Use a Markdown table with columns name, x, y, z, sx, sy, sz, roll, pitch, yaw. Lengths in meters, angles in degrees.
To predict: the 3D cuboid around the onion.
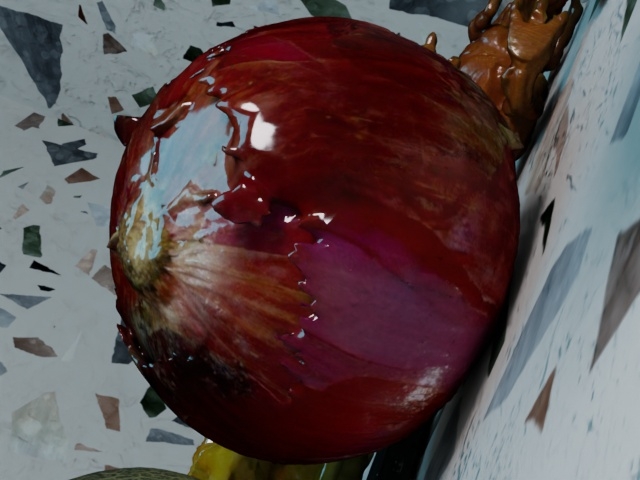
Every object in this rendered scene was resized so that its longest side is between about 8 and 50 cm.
| name | x | y | z | sx | sy | sz | roll | pitch | yaw |
| --- | --- | --- | --- | --- | --- | --- | --- | --- | --- |
| onion | 0.000 | 0.000 | 0.753 | 0.276 | 0.276 | 0.276 | 22 | -90 | -88 |

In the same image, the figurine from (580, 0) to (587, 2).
| name | x | y | z | sx | sy | sz | roll | pitch | yaw |
| --- | --- | --- | --- | --- | --- | --- | --- | --- | --- |
| figurine | 0.139 | -0.243 | 0.832 | 0.132 | 0.153 | 0.132 | 22 | -90 | -87 |

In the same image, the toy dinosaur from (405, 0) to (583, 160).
| name | x | y | z | sx | sy | sz | roll | pitch | yaw |
| --- | --- | --- | --- | --- | --- | --- | --- | --- | --- |
| toy dinosaur | 0.110 | -0.078 | 0.929 | 0.432 | 0.097 | 0.208 | -64 | -17 | -13 |

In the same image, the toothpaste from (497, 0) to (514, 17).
| name | x | y | z | sx | sy | sz | roll | pitch | yaw |
| --- | --- | --- | --- | --- | --- | --- | --- | --- | --- |
| toothpaste | 0.209 | -0.232 | 1.273 | 0.099 | 0.068 | 0.282 | -41 | -12 | -4 |

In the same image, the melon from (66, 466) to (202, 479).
| name | x | y | z | sx | sy | sz | roll | pitch | yaw |
| --- | --- | --- | --- | --- | --- | --- | --- | --- | --- |
| melon | -0.117 | 0.278 | 0.767 | 0.329 | 0.248 | 0.249 | 96 | -165 | -57 |

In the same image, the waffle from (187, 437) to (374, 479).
| name | x | y | z | sx | sy | sz | roll | pitch | yaw |
| --- | --- | --- | --- | --- | --- | --- | --- | --- | --- |
| waffle | -0.040 | 0.216 | 1.042 | 0.261 | 0.151 | 0.324 | 6 | -78 | -79 |

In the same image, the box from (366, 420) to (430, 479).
| name | x | y | z | sx | sy | sz | roll | pitch | yaw |
| --- | --- | --- | --- | --- | --- | --- | --- | --- | --- |
| box | 0.043 | 0.181 | 0.873 | 0.125 | 0.026 | 0.126 | 106 | -175 | -45 |
